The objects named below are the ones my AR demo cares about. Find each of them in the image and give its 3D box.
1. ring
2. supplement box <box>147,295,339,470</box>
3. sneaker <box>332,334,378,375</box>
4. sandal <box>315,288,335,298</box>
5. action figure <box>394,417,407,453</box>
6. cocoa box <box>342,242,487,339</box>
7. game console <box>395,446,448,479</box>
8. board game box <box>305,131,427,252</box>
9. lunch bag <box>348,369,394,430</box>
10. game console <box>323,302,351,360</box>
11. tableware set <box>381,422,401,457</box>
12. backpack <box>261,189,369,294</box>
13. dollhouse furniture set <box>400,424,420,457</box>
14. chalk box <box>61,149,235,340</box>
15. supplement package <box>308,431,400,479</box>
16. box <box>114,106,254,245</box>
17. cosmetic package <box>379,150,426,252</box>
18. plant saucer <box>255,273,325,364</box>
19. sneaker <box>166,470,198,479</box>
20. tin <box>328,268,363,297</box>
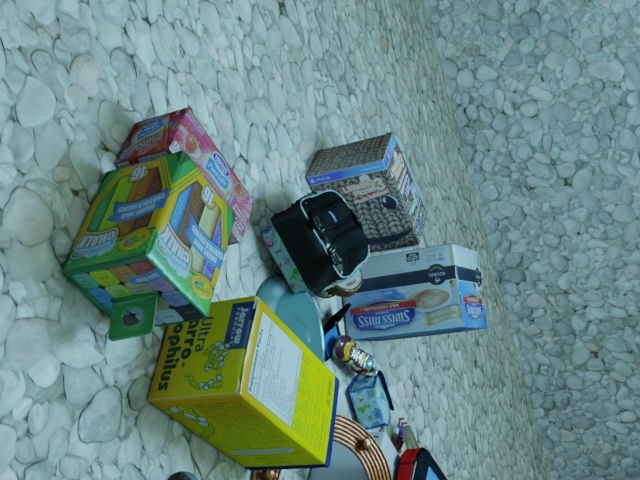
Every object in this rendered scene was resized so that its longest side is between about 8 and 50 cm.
[{"bbox_3d":[0.013,0.535,1.616,0.337,0.032,0.336,9,67,-23],"label":"ring"},{"bbox_3d":[-0.130,0.285,1.453,0.356,0.195,0.194,53,36,-45],"label":"supplement box"},{"bbox_3d":[0.097,0.306,2.009,0.069,0.084,0.185,-64,148,-16],"label":"sneaker"},{"bbox_3d":[0.022,0.074,2.002,0.090,0.060,0.219,18,44,-11],"label":"sandal"},{"bbox_3d":[0.239,0.581,2.252,0.038,0.030,0.115,63,31,-35],"label":"action figure"},{"bbox_3d":[0.260,0.155,2.128,0.231,0.347,0.228,14,68,-61],"label":"cocoa box"},{"bbox_3d":[0.257,0.724,1.837,0.386,0.060,0.342,57,35,-41],"label":"game console"},{"bbox_3d":[0.132,-0.121,2.105,0.291,0.232,0.141,62,31,-31],"label":"board game box"},{"bbox_3d":[0.144,0.430,2.090,0.151,0.096,0.129,-54,128,-75],"label":"lunch bag"},{"bbox_3d":[0.046,0.238,1.982,0.071,0.107,0.122,47,30,-2],"label":"game console"},{"bbox_3d":[0.211,0.614,2.233,0.168,0.020,0.141,50,36,-44],"label":"tableware set"},{"bbox_3d":[0.000,0.000,1.812,0.225,0.191,0.253,60,32,-2],"label":"backpack"},{"bbox_3d":[0.216,0.624,2.168,0.151,0.123,0.144,-88,157,-61],"label":"dollhouse furniture set"},{"bbox_3d":[-0.284,0.027,1.253,0.179,0.180,0.289,55,33,-41],"label":"chalk box"},{"bbox_3d":[0.114,0.624,1.847,0.293,0.175,0.177,63,32,-32],"label":"supplement package"},{"bbox_3d":[-0.249,-0.108,1.435,0.257,0.128,0.122,57,34,-38],"label":"box"},{"bbox_3d":[0.228,-0.122,2.413,0.224,0.138,0.224,62,31,-34],"label":"cosmetic package"},{"bbox_3d":[-0.064,0.233,1.787,0.317,0.044,0.317,35,49,-55],"label":"plant saucer"},{"bbox_3d":[-0.217,0.509,1.335,0.125,0.104,0.262,-75,153,-73],"label":"sneaker"},{"bbox_3d":[0.034,0.058,1.950,0.106,0.040,0.189,-23,71,-31],"label":"tin"}]
